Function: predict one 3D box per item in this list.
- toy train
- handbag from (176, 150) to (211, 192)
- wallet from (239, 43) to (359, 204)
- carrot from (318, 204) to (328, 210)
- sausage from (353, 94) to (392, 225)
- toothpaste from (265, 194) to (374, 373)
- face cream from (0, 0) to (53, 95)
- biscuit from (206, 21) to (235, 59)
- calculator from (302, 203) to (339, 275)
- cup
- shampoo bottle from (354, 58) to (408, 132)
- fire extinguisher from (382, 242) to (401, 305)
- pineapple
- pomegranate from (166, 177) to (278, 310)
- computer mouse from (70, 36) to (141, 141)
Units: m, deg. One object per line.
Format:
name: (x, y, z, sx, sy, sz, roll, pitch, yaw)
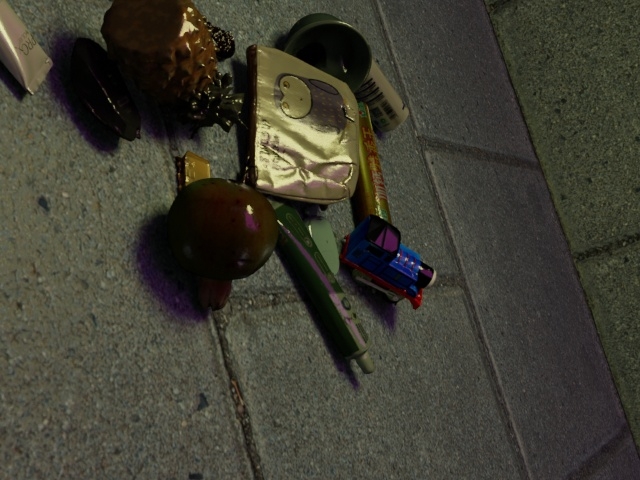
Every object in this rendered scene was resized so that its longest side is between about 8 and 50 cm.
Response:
toy train: (0.143, 0.048, 1.800, 0.204, 0.131, 0.083, 30, 42, -16)
handbag: (-0.210, -0.102, 1.459, 0.061, 0.027, 0.083, 27, 51, -50)
wallet: (-0.038, -0.213, 1.681, 0.274, 0.068, 0.335, 15, 62, -32)
carrot: (-0.001, -0.184, 1.798, 0.102, 0.102, 0.263, 23, 57, -50)
sausage: (0.098, -0.169, 1.945, 0.082, 0.082, 0.372, 21, 53, -51)
toothpaste: (0.000, 0.084, 1.643, 0.392, 0.061, 0.099, 60, 31, -6)
face cream: (-0.455, -0.314, 1.186, 0.244, 0.058, 0.092, 56, 27, -32)
biscuit: (-0.196, -0.383, 1.662, 0.087, 0.027, 0.089, 47, 37, -33)
calculator: (0.000, 0.000, 1.732, 0.095, 0.021, 0.153, -3, 76, -59)
cup: (-0.003, -0.411, 1.870, 0.199, 0.199, 0.150, 41, 21, -38)
shampoo bottle: (0.093, -0.395, 2.069, 0.303, 0.092, 0.092, 50, 35, -27)
fire extinguisher: (0.170, 0.073, 1.934, 0.158, 0.043, 0.064, -70, 145, -48)
pineapple: (-0.219, -0.260, 1.414, 0.340, 0.169, 0.169, 60, 21, -65)
pomegranate: (-0.159, 0.007, 1.360, 0.180, 0.180, 0.210, -3, 110, -58)
computer mouse: (-0.329, -0.221, 1.317, 0.172, 0.057, 0.099, 63, 14, -14)
